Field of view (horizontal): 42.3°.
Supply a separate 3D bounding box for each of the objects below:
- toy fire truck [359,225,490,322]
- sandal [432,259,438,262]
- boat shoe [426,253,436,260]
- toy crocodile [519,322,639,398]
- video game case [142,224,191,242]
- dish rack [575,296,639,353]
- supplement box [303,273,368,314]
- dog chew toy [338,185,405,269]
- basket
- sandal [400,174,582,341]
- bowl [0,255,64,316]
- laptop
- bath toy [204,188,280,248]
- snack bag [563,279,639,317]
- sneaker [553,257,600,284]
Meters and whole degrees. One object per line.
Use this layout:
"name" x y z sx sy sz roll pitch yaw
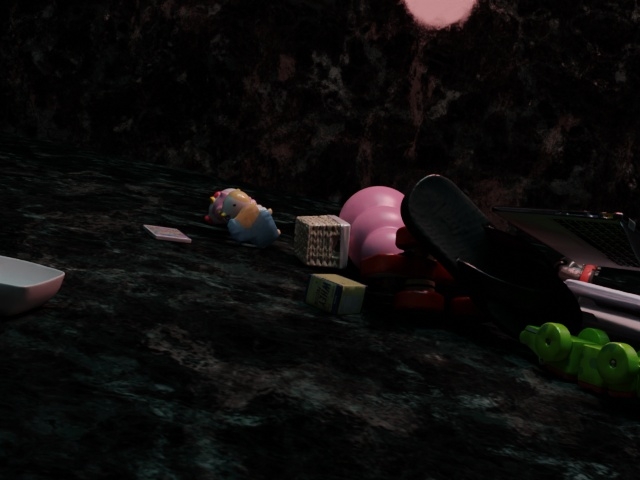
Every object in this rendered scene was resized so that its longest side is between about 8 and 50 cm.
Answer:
"toy fire truck" 0.212 0.084 1.705 0.302 0.169 0.254 9 -16 -23
"sandal" 0.282 0.065 1.864 0.219 0.060 0.090 -25 -42 31
"boat shoe" 0.303 0.016 2.068 0.080 0.223 0.073 -8 58 -20
"toy crocodile" 0.456 0.205 1.356 0.115 0.105 0.340 9 4 -30
"video game case" -0.367 -0.016 1.971 0.087 0.011 0.122 8 9 -27
"dish rack" 0.653 0.193 1.802 0.285 0.072 0.333 13 7 16
"supplement box" 0.029 0.101 1.563 0.083 0.056 0.083 19 10 40
"dog chew toy" 0.152 -0.003 2.011 0.206 0.206 0.332 11 21 -9
"basket" 0.000 0.000 2.016 0.103 0.113 0.167 3 9 -14
"sandal" 0.340 0.048 1.567 0.446 0.167 0.107 39 -24 -12
"bowl" -0.444 0.063 1.143 0.142 0.053 0.142 14 8 8
"laptop" 0.561 0.111 1.546 0.408 0.236 0.382 7 -12 44
"bath toy" -0.226 -0.070 2.190 0.129 0.151 0.348 -27 19 -13
"snack bag" 0.723 0.153 1.992 0.323 0.037 0.342 15 -8 14
"sneaker" 0.787 0.100 2.551 0.135 0.097 0.276 17 10 20
